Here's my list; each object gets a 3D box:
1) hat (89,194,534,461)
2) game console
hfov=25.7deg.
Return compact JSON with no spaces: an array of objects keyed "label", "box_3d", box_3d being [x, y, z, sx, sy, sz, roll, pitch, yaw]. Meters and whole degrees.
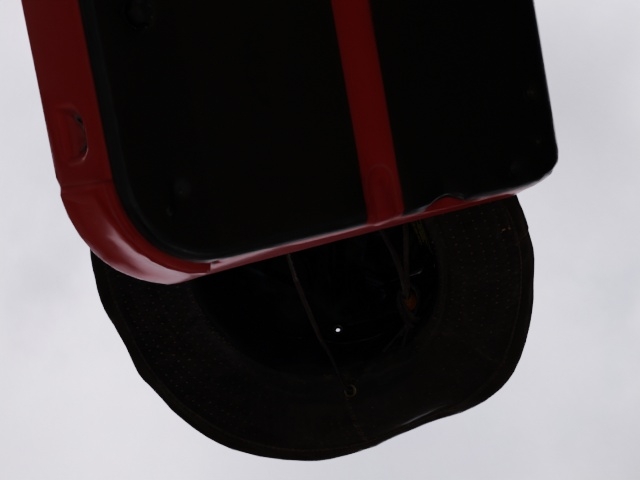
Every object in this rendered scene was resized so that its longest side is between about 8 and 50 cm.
[{"label":"hat","box_3d":[0.000,0.000,1.046,0.331,0.134,0.331,6,-63,11]},{"label":"game console","box_3d":[-0.017,-0.189,0.811,0.342,0.060,0.387,-15,-81,-37]}]
